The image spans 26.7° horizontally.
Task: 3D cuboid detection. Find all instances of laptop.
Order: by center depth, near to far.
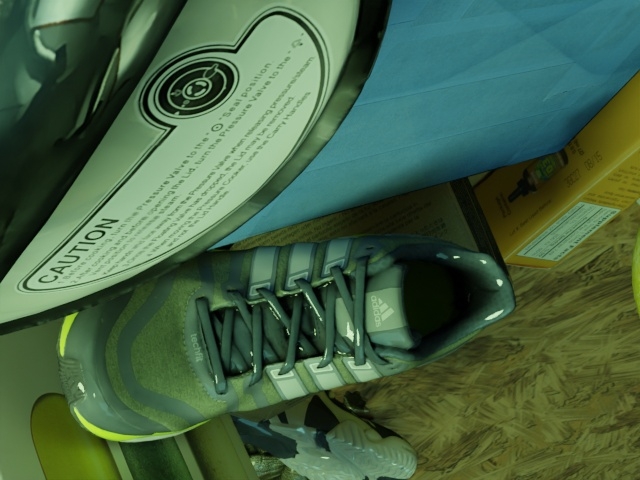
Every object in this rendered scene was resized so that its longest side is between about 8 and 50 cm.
[{"bbox_3d":[0.195,-0.066,0.707,0.382,0.408,0.236,-17,122,-42],"label":"laptop"}]

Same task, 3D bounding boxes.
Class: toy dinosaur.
[{"bbox_3d":[-0.030,0.244,1.434,0.314,0.121,0.160,-5,139,-37],"label":"toy dinosaur"}]

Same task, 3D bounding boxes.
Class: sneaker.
[{"bbox_3d":[-0.013,0.042,0.787,0.300,0.111,0.121,-15,180,-38],"label":"sneaker"},{"bbox_3d":[-0.016,0.129,1.237,0.235,0.153,0.094,13,143,3],"label":"sneaker"}]

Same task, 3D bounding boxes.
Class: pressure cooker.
[{"bbox_3d":[-0.174,-0.146,0.481,0.376,0.420,0.370,-16,148,-5],"label":"pressure cooker"}]

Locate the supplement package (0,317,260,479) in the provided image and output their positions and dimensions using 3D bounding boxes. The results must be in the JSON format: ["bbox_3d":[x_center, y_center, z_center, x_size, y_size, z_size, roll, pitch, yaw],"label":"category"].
[{"bbox_3d":[-0.169,0.177,0.813,0.199,0.262,0.198,11,132,-48],"label":"supplement package"}]

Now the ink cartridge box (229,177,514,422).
[{"bbox_3d":[0.000,0.000,1.017,0.235,0.193,0.088,-29,152,18],"label":"ink cartridge box"}]

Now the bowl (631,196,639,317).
[{"bbox_3d":[0.366,-0.025,1.174,0.156,0.289,0.289,42,125,-8],"label":"bowl"}]

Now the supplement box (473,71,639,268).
[{"bbox_3d":[0.235,-0.070,1.143,0.080,0.078,0.233,10,140,-42],"label":"supplement box"}]

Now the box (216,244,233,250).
[{"bbox_3d":[-0.056,-0.137,0.783,0.103,0.184,0.261,8,141,-36],"label":"box"}]
